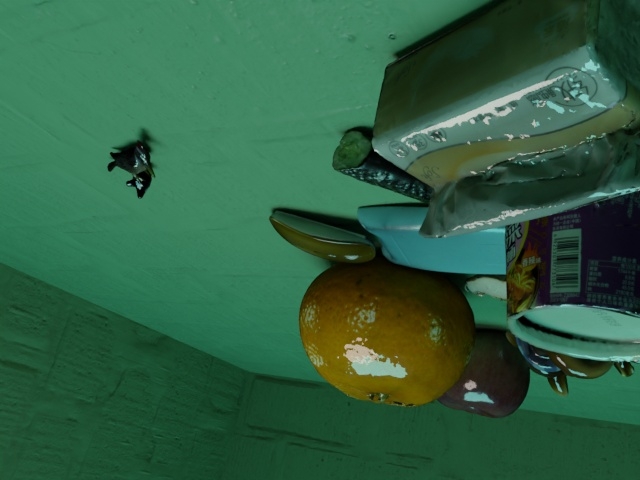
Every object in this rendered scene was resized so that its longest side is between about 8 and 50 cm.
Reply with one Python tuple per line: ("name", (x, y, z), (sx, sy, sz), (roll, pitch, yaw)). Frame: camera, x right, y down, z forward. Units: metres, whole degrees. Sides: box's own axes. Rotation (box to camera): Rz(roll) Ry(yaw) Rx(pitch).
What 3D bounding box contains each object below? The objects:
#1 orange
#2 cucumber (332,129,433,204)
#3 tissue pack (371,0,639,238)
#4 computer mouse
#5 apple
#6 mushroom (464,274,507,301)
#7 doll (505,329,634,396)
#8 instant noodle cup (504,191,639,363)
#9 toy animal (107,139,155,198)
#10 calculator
("orange", (0.153, 0.223, 1.529), (0.424, 0.326, 0.424), (11, 160, 4))
("cucumber", (0.141, -0.109, 1.039), (0.242, 0.074, 0.074), (18, 159, -19))
("tissue pack", (0.231, -0.124, 0.724), (0.239, 0.238, 0.306), (26, 156, -31))
("computer mouse", (0.000, 0.000, 1.391), (0.245, 0.056, 0.126), (16, 162, 13))
("apple", (0.475, 0.395, 1.908), (0.306, 0.234, 0.305), (15, 161, 5))
("mushroom", (0.410, 0.094, 1.360), (0.210, 0.094, 0.072), (17, 126, 55))
("doll", (0.569, 0.215, 1.477), (0.318, 0.209, 0.339), (40, 170, 28))
("instant noodle cup", (0.415, 0.018, 0.921), (0.340, 0.265, 0.340), (11, 160, 4))
("toy animal", (-0.367, -0.152, 1.255), (0.105, 0.070, 0.202), (39, 157, -12))
("calculator", (0.278, 0.005, 1.275), (0.387, 0.054, 0.256), (3, 157, 25))
